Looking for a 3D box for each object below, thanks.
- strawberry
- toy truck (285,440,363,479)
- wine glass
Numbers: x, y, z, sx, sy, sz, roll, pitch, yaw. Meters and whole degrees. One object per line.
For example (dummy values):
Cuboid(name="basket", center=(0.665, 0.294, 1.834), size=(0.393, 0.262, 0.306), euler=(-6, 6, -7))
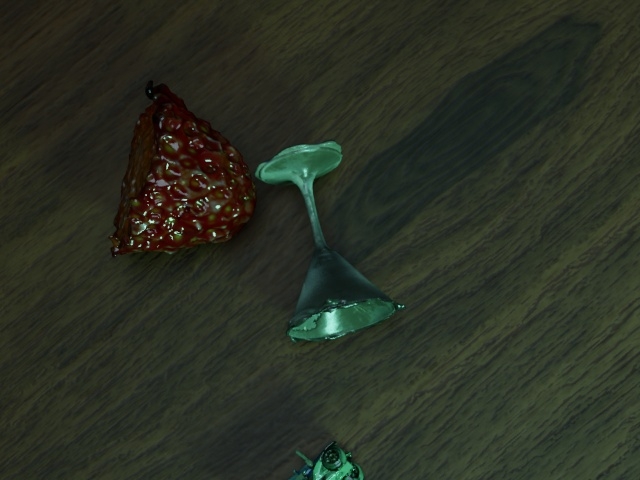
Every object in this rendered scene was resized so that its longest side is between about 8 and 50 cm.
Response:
Cuboid(name="strawberry", center=(-0.171, -0.079, 1.692), size=(0.178, 0.234, 0.234), euler=(14, 78, -17))
Cuboid(name="toy truck", center=(-0.026, 0.312, 1.632), size=(0.154, 0.080, 0.078), euler=(-46, 55, -5))
Cuboid(name="wine glass", center=(0.000, 0.000, 1.667), size=(0.156, 0.156, 0.232), euler=(-15, 72, 2))
